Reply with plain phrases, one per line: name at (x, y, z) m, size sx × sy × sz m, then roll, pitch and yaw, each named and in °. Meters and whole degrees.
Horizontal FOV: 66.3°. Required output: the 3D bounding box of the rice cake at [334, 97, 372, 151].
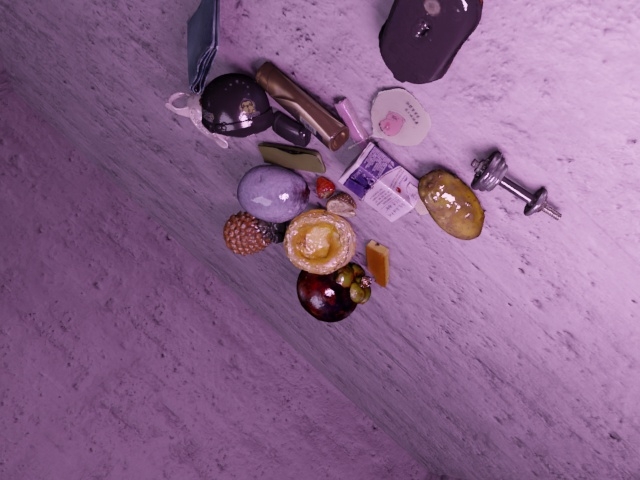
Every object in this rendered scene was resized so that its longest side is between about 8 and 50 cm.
rice cake at (0.110, -0.332, 1.468) m, size 0.047 × 0.036 × 0.206 m, roll 16°, pitch 144°, yaw 57°

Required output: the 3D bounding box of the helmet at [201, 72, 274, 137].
helmet at (-0.275, -0.452, 1.589) m, size 0.279 × 0.231 × 0.160 m, roll 42°, pitch 146°, yaw 46°

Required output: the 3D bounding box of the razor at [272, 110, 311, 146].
razor at (-0.101, -0.374, 1.663) m, size 0.148 × 0.054 × 0.090 m, roll 33°, pitch 155°, yaw 19°

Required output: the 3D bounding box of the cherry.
cherry at (-0.183, -0.179, 1.875) m, size 0.296 × 0.218 × 0.255 m, roll 2°, pitch 154°, yaw 37°

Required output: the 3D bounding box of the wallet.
wallet at (-0.358, -0.621, 1.490) m, size 0.290 × 0.054 × 0.251 m, roll 153°, pitch 116°, yaw -62°

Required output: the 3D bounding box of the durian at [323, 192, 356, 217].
durian at (0.073, -0.130, 1.770) m, size 0.140 × 0.071 × 0.110 m, roll -8°, pitch 132°, yaw 37°

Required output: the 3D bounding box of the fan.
fan at (0.174, -0.315, 1.391) m, size 0.182 × 0.010 × 0.310 m, roll 47°, pitch 145°, yaw -15°

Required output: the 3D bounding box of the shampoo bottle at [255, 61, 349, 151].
shampoo bottle at (-0.063, -0.413, 1.493) m, size 0.350 × 0.084 × 0.125 m, roll 44°, pitch 179°, yaw 17°

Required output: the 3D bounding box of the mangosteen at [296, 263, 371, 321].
mangosteen at (0.048, 0.202, 2.071) m, size 0.311 × 0.311 × 0.311 m, roll 32°, pitch 151°, yaw 20°

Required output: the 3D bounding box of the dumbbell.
dumbbell at (0.484, -0.125, 1.215) m, size 0.255 × 0.110 × 0.110 m, roll 34°, pitch 153°, yaw 2°

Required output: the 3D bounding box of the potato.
potato at (0.373, -0.099, 1.386) m, size 0.251 × 0.113 × 0.149 m, roll 41°, pitch 147°, yaw -17°

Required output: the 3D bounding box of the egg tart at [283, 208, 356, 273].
egg tart at (0.000, 0.000, 1.934) m, size 0.289 × 0.118 × 0.288 m, roll 2°, pitch 108°, yaw 7°

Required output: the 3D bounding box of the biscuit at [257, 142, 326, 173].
biscuit at (-0.106, -0.305, 1.789) m, size 0.323 × 0.038 × 0.099 m, roll 16°, pitch 147°, yaw 39°

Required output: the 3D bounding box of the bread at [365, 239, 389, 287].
bread at (0.226, 0.095, 1.923) m, size 0.088 × 0.049 × 0.226 m, roll 28°, pitch 151°, yaw 26°

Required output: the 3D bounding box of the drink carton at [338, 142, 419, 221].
drink carton at (0.186, -0.170, 1.484) m, size 0.222 × 0.101 × 0.134 m, roll 38°, pitch 150°, yaw -7°

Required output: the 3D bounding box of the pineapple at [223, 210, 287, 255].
pineapple at (-0.261, -0.050, 2.214) m, size 0.358 × 0.222 × 0.222 m, roll -11°, pitch 124°, yaw 37°

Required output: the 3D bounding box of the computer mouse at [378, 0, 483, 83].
computer mouse at (0.231, -0.463, 1.031) m, size 0.183 × 0.116 × 0.323 m, roll 39°, pitch 160°, yaw 3°

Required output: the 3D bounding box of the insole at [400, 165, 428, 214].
insole at (0.280, -0.155, 1.530) m, size 0.063 × 0.010 × 0.192 m, roll -4°, pitch 127°, yaw 55°

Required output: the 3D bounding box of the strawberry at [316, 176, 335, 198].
strawberry at (0.016, -0.194, 1.773) m, size 0.073 × 0.074 × 0.083 m, roll 100°, pitch 154°, yaw -59°

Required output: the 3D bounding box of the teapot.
teapot at (-0.439, -0.476, 1.859) m, size 0.300 × 0.165 × 0.208 m, roll 26°, pitch 162°, yaw 8°
